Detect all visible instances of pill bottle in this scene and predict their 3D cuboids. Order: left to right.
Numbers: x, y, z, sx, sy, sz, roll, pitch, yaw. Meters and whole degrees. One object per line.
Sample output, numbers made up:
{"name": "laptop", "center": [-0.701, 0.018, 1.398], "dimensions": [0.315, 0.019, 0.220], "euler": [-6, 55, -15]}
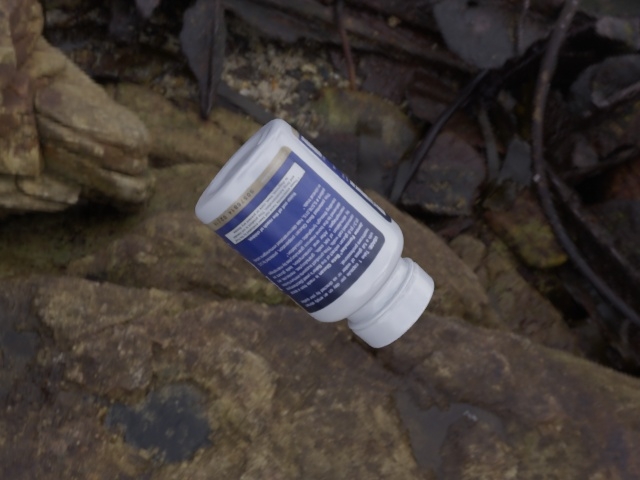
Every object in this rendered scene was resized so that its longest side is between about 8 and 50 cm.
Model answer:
{"name": "pill bottle", "center": [0.000, 0.000, 0.696], "dimensions": [0.169, 0.094, 0.094], "euler": [42, 57, -13]}
